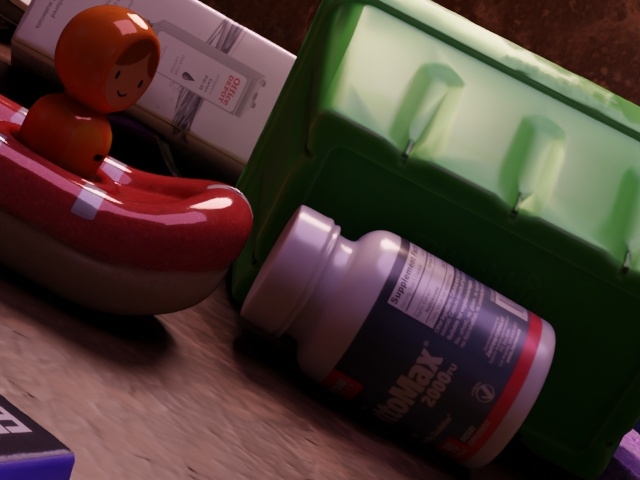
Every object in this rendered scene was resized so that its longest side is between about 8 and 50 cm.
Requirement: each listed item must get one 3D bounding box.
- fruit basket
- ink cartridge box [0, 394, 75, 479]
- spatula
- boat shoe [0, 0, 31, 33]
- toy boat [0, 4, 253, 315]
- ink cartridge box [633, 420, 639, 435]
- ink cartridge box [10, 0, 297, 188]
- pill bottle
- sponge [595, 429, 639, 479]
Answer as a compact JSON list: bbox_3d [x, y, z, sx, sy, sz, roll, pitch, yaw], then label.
[{"bbox_3d":[0.128,-0.022,1.175,0.392,0.283,0.392,20,31,-12],"label":"fruit basket"},{"bbox_3d":[-0.162,0.057,0.437,0.208,0.045,0.206,35,8,18],"label":"ink cartridge box"},{"bbox_3d":[-0.112,-0.052,1.332,0.296,0.030,0.084,35,1,29],"label":"spatula"},{"bbox_3d":[-0.321,-0.268,1.698,0.305,0.091,0.109,-23,91,-78],"label":"boat shoe"},{"bbox_3d":[-0.139,-0.061,0.858,0.231,0.151,0.151,29,8,-8],"label":"toy boat"},{"bbox_3d":[0.288,0.080,1.574,0.270,0.151,0.395,30,10,-3],"label":"ink cartridge box"},{"bbox_3d":[-0.138,-0.153,1.421,0.283,0.117,0.207,29,-6,-11],"label":"ink cartridge box"},{"bbox_3d":[0.046,0.057,0.961,0.180,0.108,0.108,29,8,-5],"label":"pill bottle"},{"bbox_3d":[0.234,0.170,1.217,0.117,0.031,0.210,27,9,-26],"label":"sponge"}]
